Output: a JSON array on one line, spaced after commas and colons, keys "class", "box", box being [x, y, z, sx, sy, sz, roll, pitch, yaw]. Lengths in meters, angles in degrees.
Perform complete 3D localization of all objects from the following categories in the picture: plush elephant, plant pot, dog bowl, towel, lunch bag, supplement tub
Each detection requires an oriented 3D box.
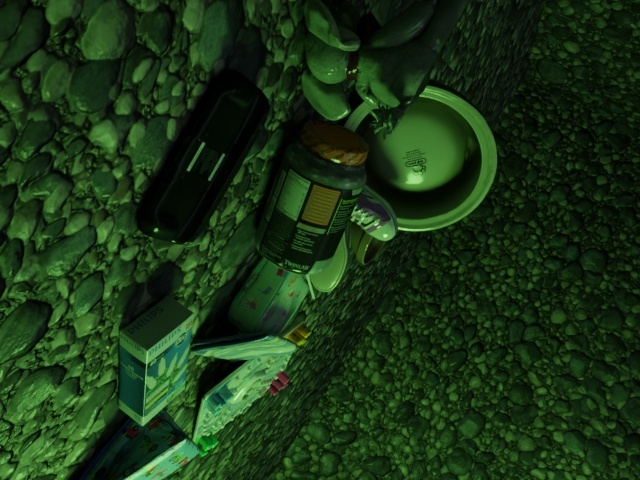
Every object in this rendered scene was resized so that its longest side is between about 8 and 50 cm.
[{"class": "plush elephant", "box": [0.087, -0.363, 1.278, 0.330, 0.255, 0.272, -58, 175, -31]}, {"class": "plant pot", "box": [0.167, -0.043, 2.276, 0.237, 0.109, 0.237, -52, 163, -23]}, {"class": "dog bowl", "box": [0.249, -0.233, 1.721, 0.150, 0.407, 0.408, -70, -179, -58]}, {"class": "towel", "box": [-0.187, 0.275, 1.695, 0.285, 0.209, 0.034, 50, 31, -71]}, {"class": "lunch bag", "box": [-0.139, 0.160, 1.744, 0.224, 0.107, 0.279, -54, 163, -10]}, {"class": "supplement tub", "box": [-0.017, -0.097, 1.490, 0.193, 0.193, 0.316, -32, 150, -57]}, {"class": "lunch bag", "box": [-0.440, 0.530, 1.520, 0.293, 0.138, 0.221, -43, 162, -18]}]

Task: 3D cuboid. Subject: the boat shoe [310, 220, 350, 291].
[{"class": "boat shoe", "box": [0.039, -0.021, 1.845, 0.095, 0.112, 0.335, -42, 141, -63]}]

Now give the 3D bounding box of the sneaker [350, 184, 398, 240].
[{"class": "sneaker", "box": [0.075, -0.078, 1.666, 0.102, 0.282, 0.161, -35, -165, 36]}]

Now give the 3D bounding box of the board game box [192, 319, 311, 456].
[{"class": "board game box", "box": [-0.209, 0.450, 1.986, 0.390, 0.050, 0.390, -35, 159, -35]}]

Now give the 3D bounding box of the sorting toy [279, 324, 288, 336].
[{"class": "sorting toy", "box": [-0.183, 0.374, 2.133, 0.208, 0.038, 0.193, -43, 158, -54]}]

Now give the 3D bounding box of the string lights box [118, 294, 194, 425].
[{"class": "string lights box", "box": [-0.341, 0.249, 1.358, 0.133, 0.076, 0.260, -41, 156, -43]}]

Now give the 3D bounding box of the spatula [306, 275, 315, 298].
[{"class": "spatula", "box": [-0.042, 0.039, 1.753, 0.019, 0.168, 0.242, -14, 146, 0]}]

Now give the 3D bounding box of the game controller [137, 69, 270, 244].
[{"class": "game controller", "box": [-0.199, -0.138, 1.148, 0.319, 0.067, 0.166, -60, 149, 2]}]
